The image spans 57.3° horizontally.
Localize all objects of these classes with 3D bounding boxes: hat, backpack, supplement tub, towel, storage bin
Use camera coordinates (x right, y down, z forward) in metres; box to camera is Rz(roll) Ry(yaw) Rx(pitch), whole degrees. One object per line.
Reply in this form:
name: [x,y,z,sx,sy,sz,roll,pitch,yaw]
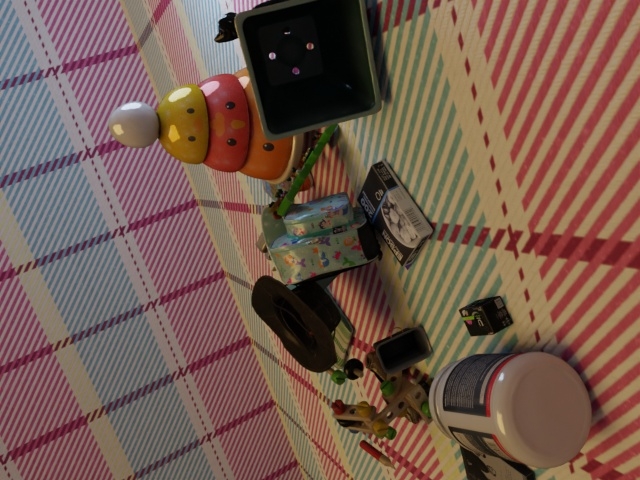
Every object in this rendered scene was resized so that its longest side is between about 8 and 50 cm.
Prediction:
hat: [-0.037,0.190,1.550,0.331,0.134,0.331,35,148,26]
backpack: [0.000,0.000,1.426,0.225,0.253,0.191,-84,-31,-75]
supplement tub: [0.338,0.305,1.088,0.191,0.191,0.272,65,160,3]
towel: [0.028,0.301,2.071,0.248,0.038,0.325,54,155,28]
storage bin: [0.197,0.268,1.495,0.091,0.135,0.098,176,71,-78]

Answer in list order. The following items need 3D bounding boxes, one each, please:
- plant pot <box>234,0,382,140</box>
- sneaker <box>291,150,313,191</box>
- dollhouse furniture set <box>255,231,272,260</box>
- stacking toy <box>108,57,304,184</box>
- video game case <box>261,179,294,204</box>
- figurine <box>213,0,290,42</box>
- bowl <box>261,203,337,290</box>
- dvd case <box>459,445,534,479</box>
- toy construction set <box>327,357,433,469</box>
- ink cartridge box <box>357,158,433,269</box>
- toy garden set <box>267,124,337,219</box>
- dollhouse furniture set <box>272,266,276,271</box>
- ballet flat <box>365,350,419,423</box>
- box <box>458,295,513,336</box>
plant pot: [-0.043,-0.384,1.228,0.252,0.248,0.247,-118,13,-62]
sneaker: [-0.078,-0.226,1.713,0.175,0.067,0.064,69,161,-2]
dollhouse furniture set: [-0.127,-0.001,2.132,0.144,0.123,0.151,47,117,41]
stacking toy: [-0.312,-0.302,1.563,0.350,0.480,0.350,30,125,56]
video game case: [-0.153,-0.205,1.979,0.212,0.023,0.193,45,151,44]
figurine: [-0.141,-0.544,1.316,0.092,0.209,0.215,59,158,17]
bowl: [-0.034,0.013,1.726,0.311,0.163,0.311,51,155,34]
dvd case: [0.421,0.561,1.395,0.239,0.030,0.179,23,133,61]
toy construction set: [0.189,0.471,1.559,0.237,0.257,0.308,21,122,52]
ink cartridge box: [0.161,-0.047,1.354,0.206,0.045,0.208,58,160,20]
toy garden set: [-0.058,-0.172,1.489,0.049,0.244,0.204,31,158,-5]
dollhouse furniture set: [-0.090,0.201,2.004,0.262,0.135,0.259,62,158,11]
ballet flat: [0.208,0.439,1.743,0.250,0.058,0.084,56,158,24]
box: [0.324,0.150,1.154,0.062,0.052,0.083,65,158,4]
